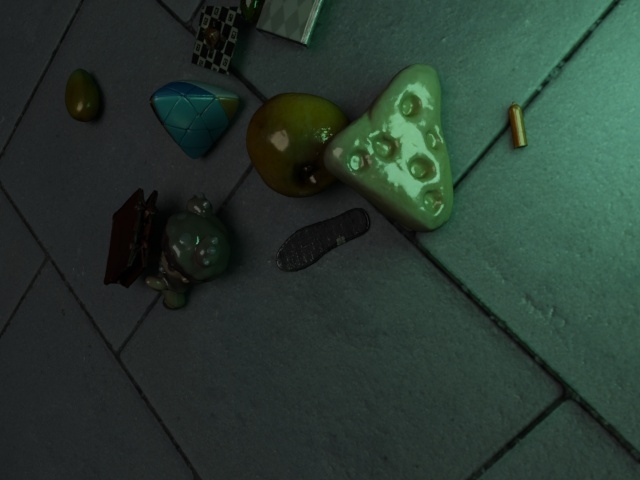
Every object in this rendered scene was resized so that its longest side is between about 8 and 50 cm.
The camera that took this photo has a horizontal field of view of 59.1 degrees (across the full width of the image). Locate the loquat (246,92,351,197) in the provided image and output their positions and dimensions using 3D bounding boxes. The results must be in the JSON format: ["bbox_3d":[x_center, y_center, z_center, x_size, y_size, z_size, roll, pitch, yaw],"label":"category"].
[{"bbox_3d":[-0.055,-0.244,1.434,0.274,0.275,0.275,-1,89,30],"label":"loquat"}]

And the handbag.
[{"bbox_3d":[-0.580,-0.001,1.725,0.275,0.084,0.260,-30,52,50],"label":"handbag"}]

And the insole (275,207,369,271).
[{"bbox_3d":[0.000,0.000,1.527,0.309,0.012,0.110,-24,76,28],"label":"insole"}]

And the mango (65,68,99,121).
[{"bbox_3d":[-0.830,-0.504,1.964,0.130,0.092,0.195,-12,78,30],"label":"mango"}]

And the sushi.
[{"bbox_3d":[-0.298,-0.599,1.686,0.210,0.040,0.193,26,107,41],"label":"sushi"}]

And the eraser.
[{"bbox_3d":[-0.035,-0.736,1.522,0.213,0.082,0.397,27,102,26],"label":"eraser"}]

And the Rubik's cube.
[{"bbox_3d":[-0.343,-0.355,1.661,0.254,0.254,0.255,-1,89,30],"label":"Rubik's cube"}]

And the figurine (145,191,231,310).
[{"bbox_3d":[-0.390,0.059,1.653,0.380,0.203,0.248,-50,42,37],"label":"figurine"}]

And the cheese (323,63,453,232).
[{"bbox_3d":[0.224,-0.202,1.317,0.328,0.129,0.351,45,76,-7],"label":"cheese"}]

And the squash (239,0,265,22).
[{"bbox_3d":[-0.156,-0.780,1.591,0.087,0.087,0.332,27,102,27],"label":"squash"}]

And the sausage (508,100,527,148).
[{"bbox_3d":[0.442,-0.260,1.269,0.031,0.031,0.107,-11,82,29],"label":"sausage"}]
